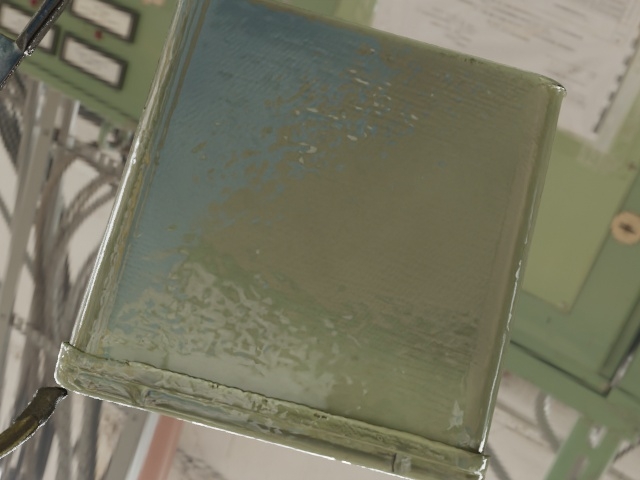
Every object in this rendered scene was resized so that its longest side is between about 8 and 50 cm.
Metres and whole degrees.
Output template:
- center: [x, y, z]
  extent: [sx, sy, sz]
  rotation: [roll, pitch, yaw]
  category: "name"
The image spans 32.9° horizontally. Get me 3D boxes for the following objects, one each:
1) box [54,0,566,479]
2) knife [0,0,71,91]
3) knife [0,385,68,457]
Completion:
- center: [0.000, 0.000, 0.918]
  extent: [0.352, 0.343, 0.177]
  rotation: [15, 177, 0]
  category: "box"
- center: [-0.373, -0.209, 1.263]
  extent: [0.060, 0.230, 0.028]
  rotation: [32, 173, 18]
  category: "knife"
- center: [-0.266, 0.171, 0.760]
  extent: [0.045, 0.021, 0.222]
  rotation: [42, -125, 1]
  category: "knife"
